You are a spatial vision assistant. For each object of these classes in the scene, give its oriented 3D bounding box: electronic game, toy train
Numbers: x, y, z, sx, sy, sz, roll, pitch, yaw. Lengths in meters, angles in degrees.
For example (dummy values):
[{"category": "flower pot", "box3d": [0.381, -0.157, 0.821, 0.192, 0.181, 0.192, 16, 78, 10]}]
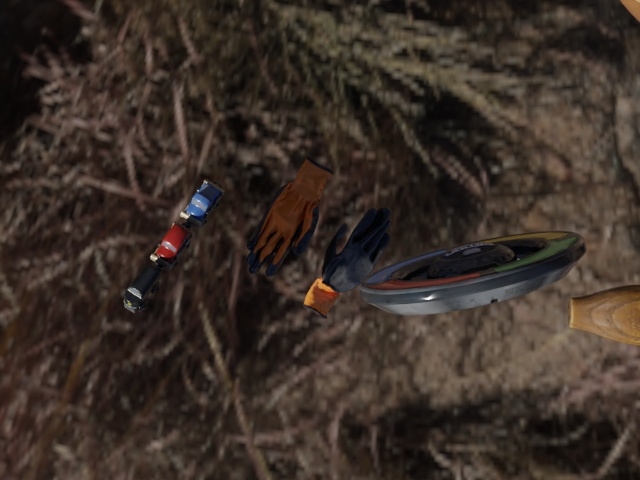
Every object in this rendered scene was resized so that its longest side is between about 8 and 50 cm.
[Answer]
[{"category": "electronic game", "box3d": [0.151, 0.027, 1.663, 0.229, 0.229, 0.048, -11, 98, 13]}, {"category": "toy train", "box3d": [-0.143, 0.002, 1.630, 0.027, 0.158, 0.036, 31, 160, 9]}]

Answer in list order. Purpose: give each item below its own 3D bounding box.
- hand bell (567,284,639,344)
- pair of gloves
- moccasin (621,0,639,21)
[{"category": "hand bell", "box3d": [0.280, 0.051, 1.063, 0.242, 0.126, 0.126, 2, 126, 3]}, {"category": "pair of gloves", "box3d": [0.000, 0.000, 0.938, 0.083, 0.010, 0.074, 34, 91, -36]}, {"category": "moccasin", "box3d": [0.345, -0.280, 1.602, 0.139, 0.147, 0.380, -41, 125, 8]}]
